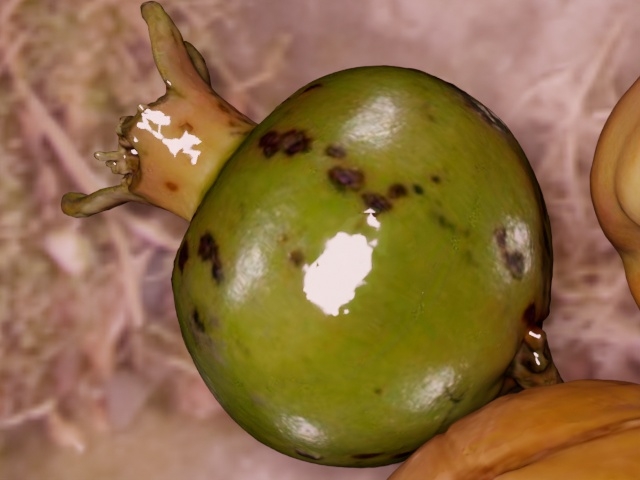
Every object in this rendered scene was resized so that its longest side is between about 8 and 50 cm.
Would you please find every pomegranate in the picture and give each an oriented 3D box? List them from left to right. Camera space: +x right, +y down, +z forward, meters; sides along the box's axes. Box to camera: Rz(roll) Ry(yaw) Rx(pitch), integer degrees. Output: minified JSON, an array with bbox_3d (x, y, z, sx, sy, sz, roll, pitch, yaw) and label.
[{"bbox_3d":[-0.003,-0.001,0.612,0.220,0.156,0.156,30,82,41],"label":"pomegranate"}]

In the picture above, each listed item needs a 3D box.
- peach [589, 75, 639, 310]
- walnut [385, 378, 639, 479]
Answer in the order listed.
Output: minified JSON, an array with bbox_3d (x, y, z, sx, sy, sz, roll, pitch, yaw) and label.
[{"bbox_3d":[0.194,-0.007,0.569,0.184,0.184,0.184,-1,80,5],"label":"peach"},{"bbox_3d":[0.103,0.154,0.523,0.193,0.226,0.193,-23,38,19],"label":"walnut"}]
